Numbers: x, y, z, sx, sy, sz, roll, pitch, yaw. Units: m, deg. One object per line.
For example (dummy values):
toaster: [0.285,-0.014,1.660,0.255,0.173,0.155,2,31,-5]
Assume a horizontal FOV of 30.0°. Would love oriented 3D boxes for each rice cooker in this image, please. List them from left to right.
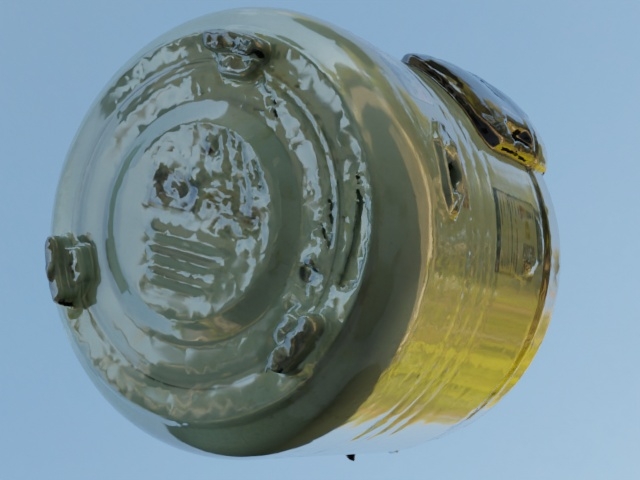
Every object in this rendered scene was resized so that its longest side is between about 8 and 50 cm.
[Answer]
rice cooker: [0.000,0.000,0.617,0.244,0.226,0.226,14,-75,-56]
